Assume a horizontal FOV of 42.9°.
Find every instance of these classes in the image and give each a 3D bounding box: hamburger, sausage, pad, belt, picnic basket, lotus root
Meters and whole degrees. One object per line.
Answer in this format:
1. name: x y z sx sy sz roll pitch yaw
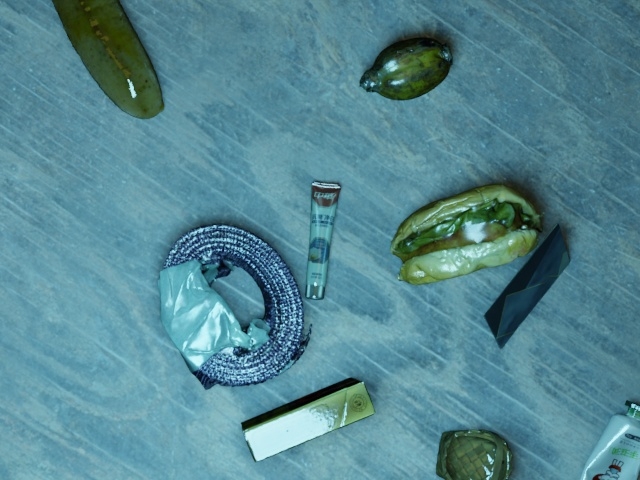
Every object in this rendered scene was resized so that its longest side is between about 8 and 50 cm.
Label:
1. hamburger: 0.311 -0.023 1.597 0.329 0.209 0.162 -13 85 -10
2. sausage: -0.452 -0.462 1.597 0.136 0.123 0.501 -21 86 -38
3. pad: 0.418 0.094 1.635 0.004 0.164 0.243 33 78 37
4. belt: -0.173 0.123 1.563 0.260 0.122 0.325 -29 87 -14
5. picnic basket: 0.300 0.424 1.555 0.137 0.178 0.128 14 81 -5
6. lotus root: 0.176 -0.348 1.667 0.209 0.120 0.120 -20 86 -8

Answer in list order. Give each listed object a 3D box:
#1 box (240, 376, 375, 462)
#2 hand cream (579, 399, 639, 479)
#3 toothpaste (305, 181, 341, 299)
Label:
1. box: -0.027 0.334 1.536 0.240 0.159 0.071 -21 84 -8
2. hand cream: 0.583 0.489 1.649 0.121 0.076 0.336 23 88 -2
3. toothpaste: 0.000 0.000 1.641 0.062 0.039 0.239 6 80 1
